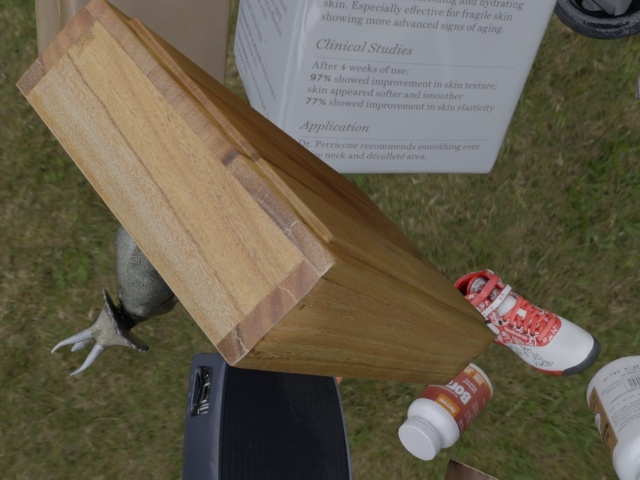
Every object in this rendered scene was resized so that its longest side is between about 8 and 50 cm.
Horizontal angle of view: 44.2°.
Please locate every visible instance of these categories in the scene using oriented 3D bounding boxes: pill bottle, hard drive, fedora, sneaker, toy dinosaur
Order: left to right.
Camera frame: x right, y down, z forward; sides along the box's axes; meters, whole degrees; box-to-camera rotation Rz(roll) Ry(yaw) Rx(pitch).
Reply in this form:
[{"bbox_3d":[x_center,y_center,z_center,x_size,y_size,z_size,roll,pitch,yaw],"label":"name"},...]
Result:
[{"bbox_3d":[-0.191,0.016,0.914,0.121,0.160,0.313,26,120,2],"label":"toy dinosaur"},{"bbox_3d":[-0.043,0.233,0.744,0.172,0.054,0.254,13,60,-32],"label":"hard drive"},{"bbox_3d":[0.264,0.362,1.678,0.121,0.121,0.216,41,52,13],"label":"pill bottle"},{"bbox_3d":[0.323,0.129,1.302,0.145,0.270,0.090,45,80,-25],"label":"sneaker"},{"bbox_3d":[0.663,-0.575,1.701,0.334,0.152,0.334,-4,82,27],"label":"fedora"},{"bbox_3d":[0.459,0.276,1.077,0.131,0.229,0.131,0,119,1],"label":"pill bottle"}]

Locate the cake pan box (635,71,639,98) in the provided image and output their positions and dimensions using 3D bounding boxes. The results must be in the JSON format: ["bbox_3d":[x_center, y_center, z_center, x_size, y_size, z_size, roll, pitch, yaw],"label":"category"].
[{"bbox_3d":[0.623,-0.217,1.113,0.246,0.267,0.070,10,97,46],"label":"cake pan box"}]

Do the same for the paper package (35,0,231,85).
[{"bbox_3d":[-0.342,-0.399,1.446,0.325,0.309,0.168,-19,47,-34],"label":"paper package"}]

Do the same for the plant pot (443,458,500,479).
[{"bbox_3d":[0.289,0.549,1.422,0.215,0.215,0.230,23,78,12],"label":"plant pot"}]

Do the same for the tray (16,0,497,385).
[{"bbox_3d":[0.000,0.000,0.558,0.076,0.411,0.203,-45,67,7],"label":"tray"}]

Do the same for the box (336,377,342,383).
[{"bbox_3d":[0.001,0.178,1.820,0.215,0.168,0.345,29,107,-2],"label":"box"}]

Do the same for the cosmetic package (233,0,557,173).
[{"bbox_3d":[0.087,-0.336,1.053,0.329,0.393,0.327,0,41,-17],"label":"cosmetic package"}]
